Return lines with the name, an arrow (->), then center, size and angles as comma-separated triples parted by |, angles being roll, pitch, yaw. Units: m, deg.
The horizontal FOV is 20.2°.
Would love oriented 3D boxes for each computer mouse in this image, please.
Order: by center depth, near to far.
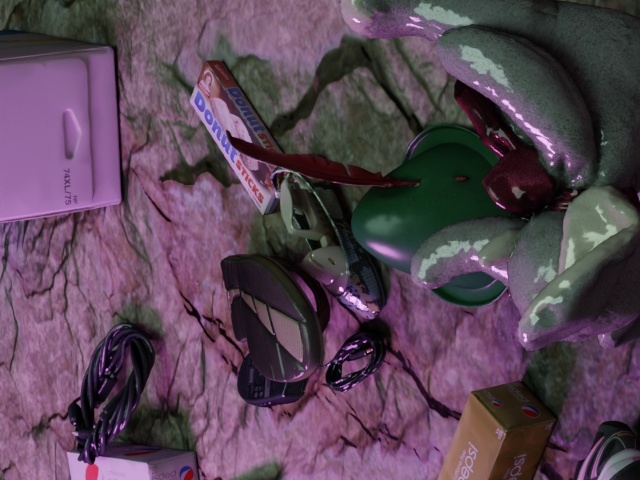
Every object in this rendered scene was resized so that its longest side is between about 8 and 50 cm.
computer mouse -> -0.006, 0.135, 1.882 | 0.242, 0.041, 0.071 | -14, 65, 51

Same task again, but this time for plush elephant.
plush elephant -> 0.177, -0.039, 1.360 | 0.330, 0.272, 0.255 | 14, 85, 29

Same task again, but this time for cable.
cable -> -0.259, 0.185, 2.195 | 0.184, 0.047, 0.150 | -50, 26, 32

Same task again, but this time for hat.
hat -> 0.049, -0.013, 1.625 | 0.208, 0.183, 0.173 | 17, 112, 53

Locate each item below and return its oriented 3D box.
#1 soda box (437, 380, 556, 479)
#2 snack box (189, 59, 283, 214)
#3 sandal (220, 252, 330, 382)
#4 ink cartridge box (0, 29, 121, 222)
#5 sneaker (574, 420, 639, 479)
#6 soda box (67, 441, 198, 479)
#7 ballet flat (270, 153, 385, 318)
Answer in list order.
soda box -> 0.150, 0.217, 1.645 | 0.058, 0.061, 0.181 | 47, 134, 40
snack box -> -0.085, -0.113, 1.940 | 0.178, 0.022, 0.064 | 57, 141, 30
sandal -> -0.039, 0.062, 1.843 | 0.303, 0.086, 0.120 | -145, 49, -74
ink cartridge box -> -0.397, -0.147, 2.229 | 0.270, 0.197, 0.198 | 16, 111, 53
sneaker -> 0.242, 0.224, 1.526 | 0.077, 0.072, 0.178 | -102, 24, -47
soda box -> -0.231, 0.294, 2.214 | 0.216, 0.069, 0.074 | -3, 95, 56
ballet flat -> 0.000, 0.000, 1.807 | 0.070, 0.070, 0.188 | -52, 56, 47
